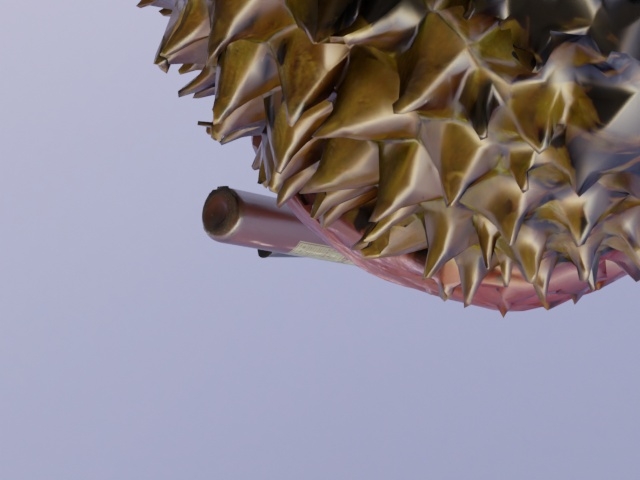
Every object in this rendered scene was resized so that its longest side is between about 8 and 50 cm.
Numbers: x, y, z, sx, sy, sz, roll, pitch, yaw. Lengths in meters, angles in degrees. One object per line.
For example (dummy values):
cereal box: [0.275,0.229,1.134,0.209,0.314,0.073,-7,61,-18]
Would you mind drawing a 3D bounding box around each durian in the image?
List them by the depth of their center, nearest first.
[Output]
durian: [0.080,-0.137,0.491,0.347,0.384,0.348,-1,-107,3]

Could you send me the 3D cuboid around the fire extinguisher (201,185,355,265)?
fire extinguisher: [0.000,0.000,0.680,0.049,0.173,0.035,-47,-126,27]
